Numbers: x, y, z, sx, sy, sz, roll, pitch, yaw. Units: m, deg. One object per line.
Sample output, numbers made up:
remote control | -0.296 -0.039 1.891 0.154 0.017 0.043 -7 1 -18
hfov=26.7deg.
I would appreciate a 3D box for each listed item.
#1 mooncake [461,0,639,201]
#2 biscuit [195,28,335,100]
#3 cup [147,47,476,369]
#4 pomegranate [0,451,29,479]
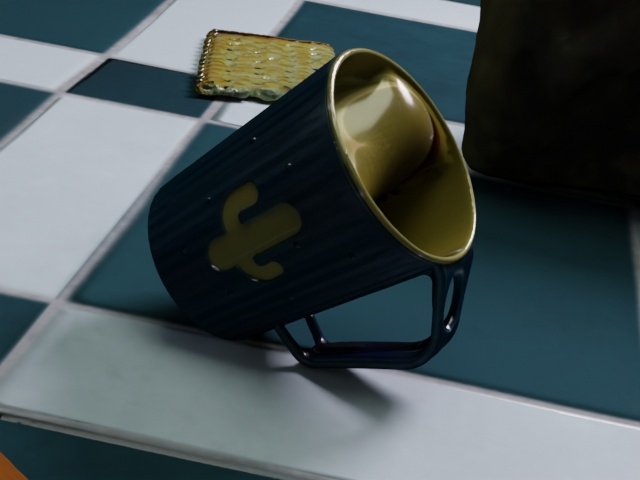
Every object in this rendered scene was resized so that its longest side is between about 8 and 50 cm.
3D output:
mooncake | 0.316 -0.117 1.064 0.394 0.246 0.393 7 17 -14
biscuit | -0.047 -0.170 1.312 0.144 0.016 0.203 6 23 -6
cup | 0.000 0.000 0.779 0.155 0.176 0.131 -26 2 32
pomegranate | -0.170 0.137 0.307 0.264 0.264 0.264 8 24 -3
